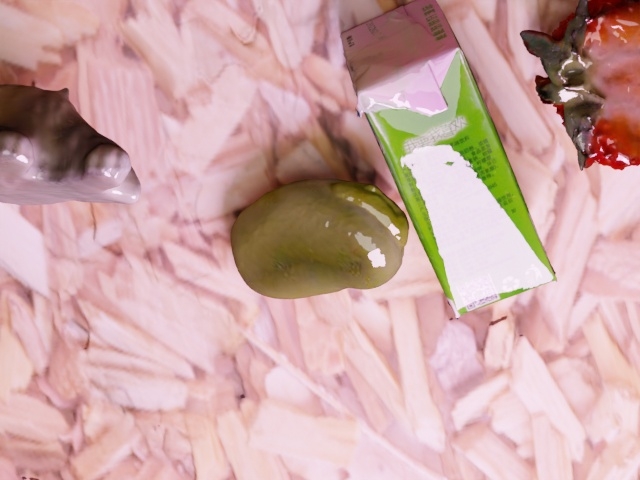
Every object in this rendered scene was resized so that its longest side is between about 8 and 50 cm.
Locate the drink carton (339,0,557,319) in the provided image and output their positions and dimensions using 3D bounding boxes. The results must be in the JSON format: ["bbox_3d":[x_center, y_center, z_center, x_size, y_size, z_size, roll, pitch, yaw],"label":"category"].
[{"bbox_3d":[0.117,-0.072,1.819,0.108,0.161,0.271,-24,115,5],"label":"drink carton"}]

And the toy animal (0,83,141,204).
[{"bbox_3d":[-0.310,-0.133,1.736,0.308,0.188,0.266,-3,155,27],"label":"toy animal"}]

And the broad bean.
[{"bbox_3d":[0.000,0.000,1.871,0.175,0.082,0.124,-7,119,10],"label":"broad bean"}]

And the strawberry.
[{"bbox_3d":[0.313,-0.167,1.839,0.228,0.098,0.174,-20,100,-10],"label":"strawberry"}]
